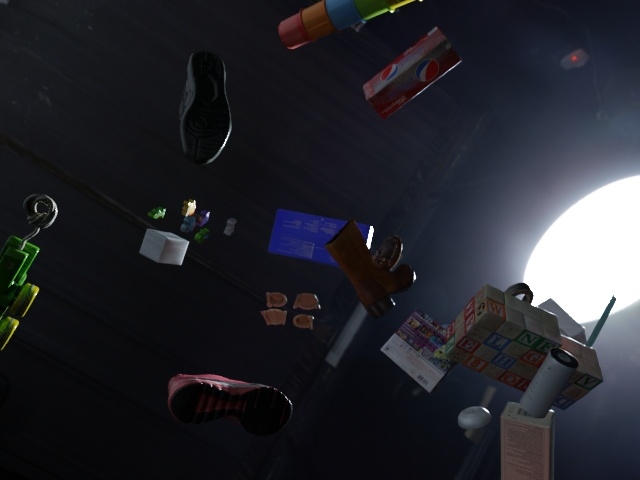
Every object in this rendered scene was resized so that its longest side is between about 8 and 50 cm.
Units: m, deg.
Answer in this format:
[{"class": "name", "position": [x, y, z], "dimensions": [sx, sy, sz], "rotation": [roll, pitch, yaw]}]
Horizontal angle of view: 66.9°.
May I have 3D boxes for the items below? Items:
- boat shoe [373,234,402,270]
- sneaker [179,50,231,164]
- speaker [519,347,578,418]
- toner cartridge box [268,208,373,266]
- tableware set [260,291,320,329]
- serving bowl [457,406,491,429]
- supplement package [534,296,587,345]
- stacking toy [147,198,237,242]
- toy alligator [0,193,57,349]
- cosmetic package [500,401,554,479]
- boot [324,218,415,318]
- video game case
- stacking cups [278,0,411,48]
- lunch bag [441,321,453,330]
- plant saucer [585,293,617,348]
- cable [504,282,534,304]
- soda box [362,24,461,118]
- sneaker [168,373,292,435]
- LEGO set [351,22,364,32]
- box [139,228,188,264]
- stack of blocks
[{"class": "boat shoe", "position": [0.210, 0.077, 1.654], "dimensions": [0.073, 0.073, 0.207], "rotation": [41, -58, 37]}, {"class": "sneaker", "position": [-0.214, -0.218, 0.890], "dimensions": [0.130, 0.087, 0.228], "rotation": [122, -35, -59]}, {"class": "speaker", "position": [0.440, 0.278, 0.940], "dimensions": [0.055, 0.055, 0.136], "rotation": [-78, -177, -64]}, {"class": "toner cartridge box", "position": [0.000, 0.000, 1.726], "dimensions": [0.075, 0.347, 0.165], "rotation": [26, 76, -75]}, {"class": "tableware set", "position": [-0.085, 0.196, 1.361], "dimensions": [0.020, 0.168, 0.141], "rotation": [-84, 178, -52]}, {"class": "serving bowl", "position": [0.387, 0.445, 1.230], "dimensions": [0.083, 0.027, 0.083], "rotation": [-19, -176, 1]}, {"class": "supplement package", "position": [0.835, 0.386, 1.748], "dimensions": [0.177, 0.293, 0.175], "rotation": [-32, -142, 2]}, {"class": "stacking toy", "position": [-0.358, -0.052, 1.380], "dimensions": [0.221, 0.166, 0.052], "rotation": [-37, 149, -69]}, {"class": "toy alligator", "position": [-0.272, 0.031, 0.418], "dimensions": [0.190, 0.056, 0.051], "rotation": [-53, -154, 12]}, {"class": "cosmetic package", "position": [0.711, 0.734, 1.664], "dimensions": [0.113, 0.160, 0.310], "rotation": [-21, 111, -54]}, {"class": "boot", "position": [0.155, 0.060, 1.497], "dimensions": [0.264, 0.281, 0.096], "rotation": [-38, -172, -37]}, {"class": "video game case", "position": [0.365, 0.386, 1.712], "dimensions": [0.210, 0.232, 0.042], "rotation": [-47, 148, -9]}, {"class": "stacking cups", "position": [0.051, -0.498, 1.023], "dimensions": [0.316, 0.096, 0.096], "rotation": [-9, -144, 27]}, {"class": "lunch bag", "position": [0.506, 0.396, 1.935], "dimensions": [0.243, 0.303, 0.115], "rotation": [133, -54, -84]}, {"class": "plant saucer", "position": [0.782, 0.242, 1.361], "dimensions": [0.067, 0.018, 0.192], "rotation": [-9, 121, -55]}, {"class": "cable", "position": [0.431, 0.206, 1.162], "dimensions": [0.072, 0.139, 0.287], "rotation": [-80, 162, -55]}, {"class": "soda box", "position": [0.249, -0.465, 1.354], "dimensions": [0.263, 0.092, 0.084], "rotation": [-34, -136, 23]}, {"class": "sneaker", "position": [-0.210, 0.365, 1.144], "dimensions": [0.136, 0.313, 0.116], "rotation": [17, -95, 61]}, {"class": "LEGO set", "position": [0.089, -0.823, 1.491], "dimensions": [0.192, 0.254, 0.331], "rotation": [-42, -151, 28]}, {"class": "box", "position": [-0.507, 0.022, 1.573], "dimensions": [0.101, 0.101, 0.087], "rotation": [14, 96, -60]}, {"class": "stack of blocks", "position": [0.446, 0.234, 1.053], "dimensions": [0.087, 0.297, 0.171], "rotation": [-67, -177, -50]}]
